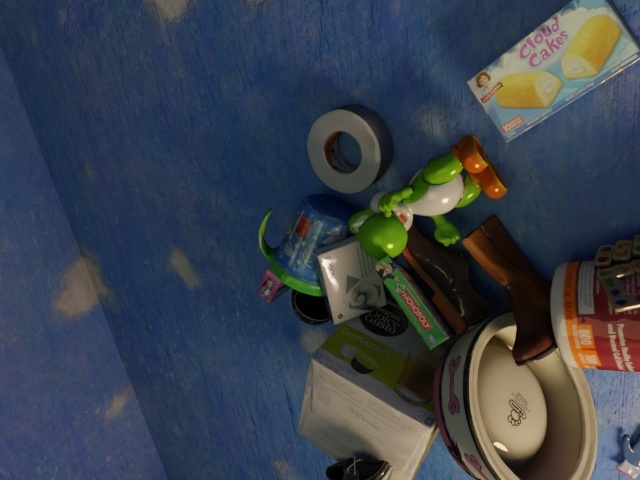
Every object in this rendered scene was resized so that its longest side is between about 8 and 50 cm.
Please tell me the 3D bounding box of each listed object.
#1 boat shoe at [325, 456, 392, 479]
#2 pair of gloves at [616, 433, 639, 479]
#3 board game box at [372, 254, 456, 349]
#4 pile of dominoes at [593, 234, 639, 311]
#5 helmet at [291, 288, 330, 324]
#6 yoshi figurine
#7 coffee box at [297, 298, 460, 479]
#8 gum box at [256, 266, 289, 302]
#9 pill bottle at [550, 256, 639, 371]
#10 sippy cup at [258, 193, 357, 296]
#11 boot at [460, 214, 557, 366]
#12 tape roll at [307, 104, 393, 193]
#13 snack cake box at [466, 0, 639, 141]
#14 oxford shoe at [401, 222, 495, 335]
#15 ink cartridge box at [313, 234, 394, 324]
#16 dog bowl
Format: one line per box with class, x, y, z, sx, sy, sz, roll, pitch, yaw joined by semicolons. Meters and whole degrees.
boat shoe;0.092;0.586;1.203;0.079;0.084;0.233;49;138;2
pair of gloves;0.807;0.532;1.132;0.198;0.023;0.159;28;125;22
board game box;0.233;0.150;1.145;0.046;0.317;0.213;-36;72;10
pile of dominoes;0.620;0.021;0.844;0.251;0.196;0.040;-19;116;21
helmet;-0.012;0.169;1.452;0.169;0.169;0.161;25;108;24
yoshi figurine;0.222;-0.065;1.081;0.362;0.203;0.203;-30;84;28
coffee box;0.179;0.413;1.325;0.338;0.334;0.338;26;129;24
gum box;-0.109;0.106;1.481;0.062;0.188;0.107;40;130;14
pill bottle;0.665;0.137;0.892;0.392;0.224;0.224;-8;108;40
sippy cup;0.000;0.000;1.336;0.240;0.305;0.224;50;128;46
boot;0.409;0.098;1.040;0.280;0.264;0.096;53;142;0
tape roll;0.074;-0.236;1.244;0.219;0.072;0.219;16;122;29
snack cake box;0.437;-0.329;0.912;0.264;0.089;0.152;-34;91;42
oxford shoe;0.298;0.054;1.222;0.133;0.130;0.363;-34;83;10
ink cartridge box;0.109;0.090;1.275;0.045;0.224;0.223;-137;29;-60
dog bowl;0.432;0.373;1.091;0.408;0.408;0.150;56;144;-1
